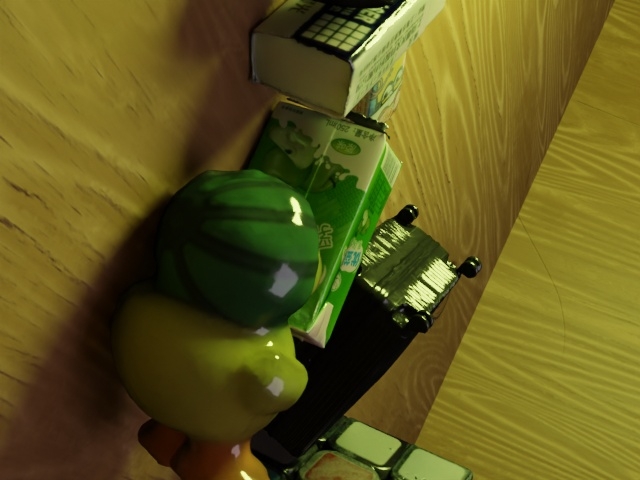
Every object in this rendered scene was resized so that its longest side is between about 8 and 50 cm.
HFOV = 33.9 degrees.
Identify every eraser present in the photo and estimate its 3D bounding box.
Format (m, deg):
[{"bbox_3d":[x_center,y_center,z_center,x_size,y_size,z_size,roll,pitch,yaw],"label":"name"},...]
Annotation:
[{"bbox_3d":[0.043,-0.261,1.235,0.287,0.130,0.086,-52,157,-43],"label":"eraser"}]

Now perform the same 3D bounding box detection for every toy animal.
[{"bbox_3d":[-0.115,0.089,1.092,0.191,0.216,0.338,12,95,-36],"label":"toy animal"}]

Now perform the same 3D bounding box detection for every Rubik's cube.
[{"bbox_3d":[-0.010,0.499,1.613,0.363,0.359,0.362,-32,142,-57],"label":"Rubik's cube"}]

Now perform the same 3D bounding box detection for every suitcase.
[{"bbox_3d":[0.048,0.135,1.501,0.335,0.152,0.229,-54,170,33],"label":"suitcase"}]

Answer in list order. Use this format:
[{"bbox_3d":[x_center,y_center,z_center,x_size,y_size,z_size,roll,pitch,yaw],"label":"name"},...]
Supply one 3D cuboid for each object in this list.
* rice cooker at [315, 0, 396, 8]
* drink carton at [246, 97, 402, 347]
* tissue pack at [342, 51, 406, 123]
[{"bbox_3d":[0.021,-0.306,1.101,0.203,0.142,0.118,-14,116,-58],"label":"rice cooker"},{"bbox_3d":[-0.025,-0.026,1.266,0.271,0.161,0.108,-67,161,-11],"label":"drink carton"},{"bbox_3d":[0.071,-0.227,1.453,0.115,0.065,0.155,-48,153,-44],"label":"tissue pack"}]
